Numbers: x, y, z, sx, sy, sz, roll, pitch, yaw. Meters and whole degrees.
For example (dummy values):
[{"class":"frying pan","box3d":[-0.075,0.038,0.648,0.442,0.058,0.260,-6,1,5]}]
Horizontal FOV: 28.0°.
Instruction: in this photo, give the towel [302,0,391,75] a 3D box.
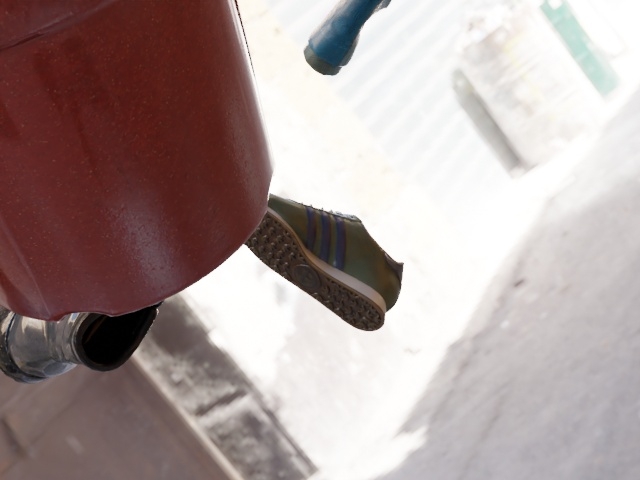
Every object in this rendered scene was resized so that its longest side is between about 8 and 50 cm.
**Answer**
[{"class":"towel","box3d":[0.131,-0.310,1.087,0.370,0.040,0.271,-47,6,26]}]

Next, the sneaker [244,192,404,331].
[{"class":"sneaker","box3d":[0.000,0.000,1.238,0.086,0.192,0.064,-52,2,-41]}]

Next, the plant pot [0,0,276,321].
[{"class":"plant pot","box3d":[-0.154,-0.113,0.724,0.273,0.265,0.272,-11,39,9]}]

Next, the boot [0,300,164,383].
[{"class":"boot","box3d":[-0.129,0.000,0.921,0.161,0.083,0.246,-15,41,49]}]
